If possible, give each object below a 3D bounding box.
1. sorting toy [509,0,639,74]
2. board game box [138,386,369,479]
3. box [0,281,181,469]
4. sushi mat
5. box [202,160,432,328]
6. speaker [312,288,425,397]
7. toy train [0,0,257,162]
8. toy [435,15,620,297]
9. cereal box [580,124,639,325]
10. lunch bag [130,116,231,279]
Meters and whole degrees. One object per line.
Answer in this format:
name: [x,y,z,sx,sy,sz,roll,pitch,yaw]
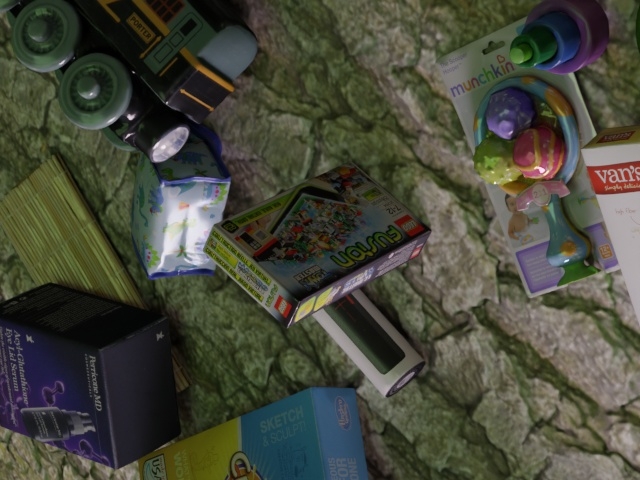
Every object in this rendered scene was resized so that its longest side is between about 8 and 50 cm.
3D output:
sorting toy: [0.302,-0.148,1.312,0.365,0.126,0.127,7,113,36]
board game box: [-0.069,0.312,1.819,0.316,0.064,0.242,-27,65,44]
box: [-0.272,0.151,1.930,0.207,0.108,0.153,12,116,39]
sushi mat: [-0.273,0.061,1.981,0.151,0.019,0.316,-36,84,45]
box: [0.000,0.000,1.587,0.114,0.207,0.036,41,130,19]
speaker: [0.041,0.090,1.696,0.136,0.055,0.055,49,132,15]
toy train: [-0.216,-0.234,1.709,0.190,0.142,0.334,-44,69,6]
toy: [0.183,-0.069,1.503,0.137,0.056,0.237,-22,93,43]
cereal box: [0.328,0.014,1.393,0.173,0.047,0.240,-5,115,43]
lunch bag: [-0.155,-0.052,1.781,0.151,0.096,0.129,-124,38,-49]
